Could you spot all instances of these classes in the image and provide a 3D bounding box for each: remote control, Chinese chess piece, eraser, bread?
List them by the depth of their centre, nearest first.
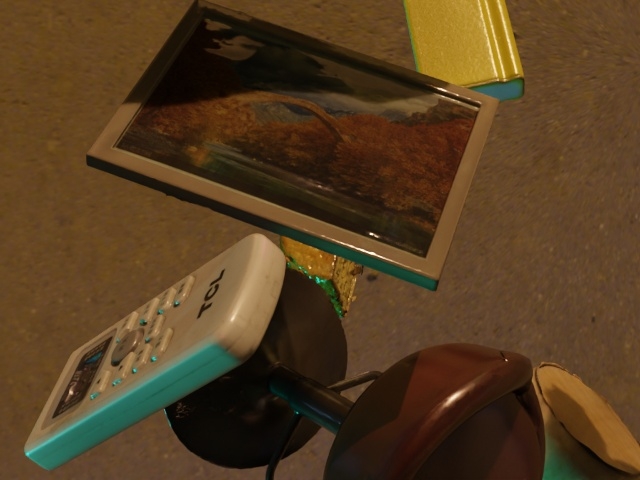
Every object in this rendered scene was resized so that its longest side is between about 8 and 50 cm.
[{"bbox_3d":[-0.095,0.064,0.558,0.190,0.087,0.029,-31,117,34],"label":"remote control"},{"bbox_3d":[0.223,-0.310,1.548,0.158,0.069,0.226,-10,65,4],"label":"eraser"},{"bbox_3d":[0.416,0.323,1.627,0.257,0.257,0.104,44,113,7],"label":"Chinese chess piece"},{"bbox_3d":[0.000,0.005,1.739,0.147,0.160,0.260,3,61,17],"label":"bread"}]

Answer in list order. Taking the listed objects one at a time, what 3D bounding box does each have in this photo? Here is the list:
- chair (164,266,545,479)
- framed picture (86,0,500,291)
[{"bbox_3d":[0.033,0.166,0.879,0.401,0.227,0.226,16,109,58],"label":"chair"},{"bbox_3d":[-0.011,-0.077,0.695,0.250,0.184,0.016,21,143,6],"label":"framed picture"}]
